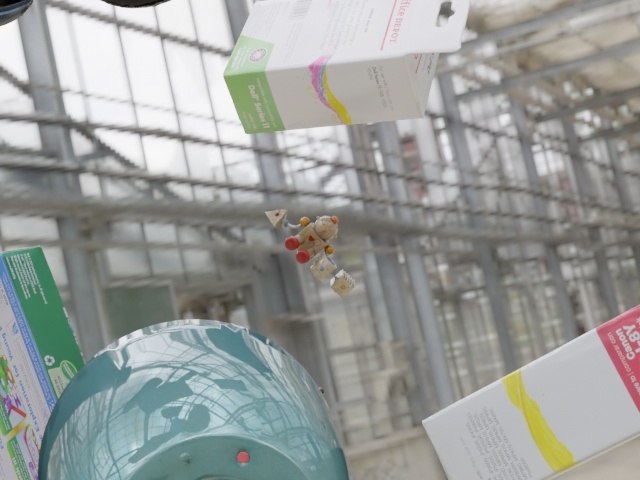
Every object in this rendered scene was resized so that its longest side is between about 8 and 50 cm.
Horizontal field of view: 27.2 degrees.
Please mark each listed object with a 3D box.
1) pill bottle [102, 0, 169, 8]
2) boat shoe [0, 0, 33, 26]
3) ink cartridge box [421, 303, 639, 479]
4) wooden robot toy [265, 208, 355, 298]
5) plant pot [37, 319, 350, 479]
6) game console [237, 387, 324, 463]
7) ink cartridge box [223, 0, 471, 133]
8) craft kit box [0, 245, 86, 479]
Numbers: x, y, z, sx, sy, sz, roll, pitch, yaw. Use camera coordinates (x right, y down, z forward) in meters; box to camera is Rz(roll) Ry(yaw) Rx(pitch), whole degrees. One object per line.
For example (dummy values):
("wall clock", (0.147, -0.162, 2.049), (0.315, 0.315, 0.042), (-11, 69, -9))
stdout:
("pill bottle", (-0.139, -0.291, 1.078), (0.122, 0.123, 0.219), (-14, 35, 16))
("boat shoe", (-0.432, -0.269, 1.408), (0.258, 0.109, 0.089), (-17, 8, -31))
("ink cartridge box", (0.376, 0.233, 1.916), (0.384, 0.160, 0.279), (-32, -13, 21))
("wooden robot toy", (0.000, 0.000, 1.967), (0.079, 0.173, 0.076), (-42, -2, 14))
("plant pot", (-0.103, 0.233, 1.165), (0.292, 0.293, 0.235), (-11, 8, -9))
("game console", (-0.057, 0.281, 1.861), (0.144, 0.085, 0.124), (-32, -10, 27))
("ink cartridge box", (0.058, -0.273, 1.958), (0.353, 0.119, 0.207), (-3, 41, 20))
("craft kit box", (-0.327, 0.169, 1.430), (0.061, 0.250, 0.246), (-11, -17, -42))
